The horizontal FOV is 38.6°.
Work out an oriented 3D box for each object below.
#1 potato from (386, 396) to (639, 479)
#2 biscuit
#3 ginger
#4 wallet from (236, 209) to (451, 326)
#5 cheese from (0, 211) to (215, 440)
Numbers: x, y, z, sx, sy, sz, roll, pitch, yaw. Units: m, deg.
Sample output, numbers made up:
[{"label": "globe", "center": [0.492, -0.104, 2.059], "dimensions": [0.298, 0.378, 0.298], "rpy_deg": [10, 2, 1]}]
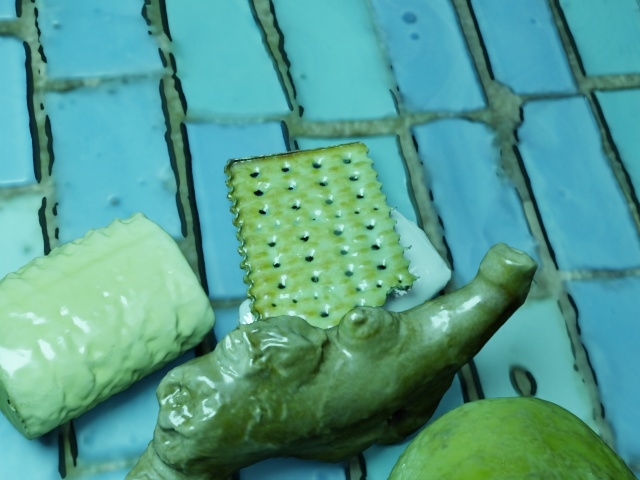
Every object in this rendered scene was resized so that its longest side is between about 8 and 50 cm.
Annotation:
[{"label": "potato", "center": [0.145, 0.278, 0.581], "dimensions": [0.269, 0.219, 0.359], "rpy_deg": [-13, 60, -29]}, {"label": "biscuit", "center": [0.000, -0.001, 0.763], "dimensions": [0.144, 0.016, 0.203], "rpy_deg": [-10, 55, -10]}, {"label": "ginger", "center": [0.002, 0.109, 0.674], "dimensions": [0.333, 0.166, 0.080], "rpy_deg": [-21, 47, -16]}, {"label": "wallet", "center": [0.023, 0.046, 0.769], "dimensions": [0.190, 0.033, 0.095], "rpy_deg": [-36, 77, -25]}, {"label": "cheese", "center": [-0.176, 0.061, 0.684], "dimensions": [0.167, 0.094, 0.123], "rpy_deg": [-31, 64, -29]}]
